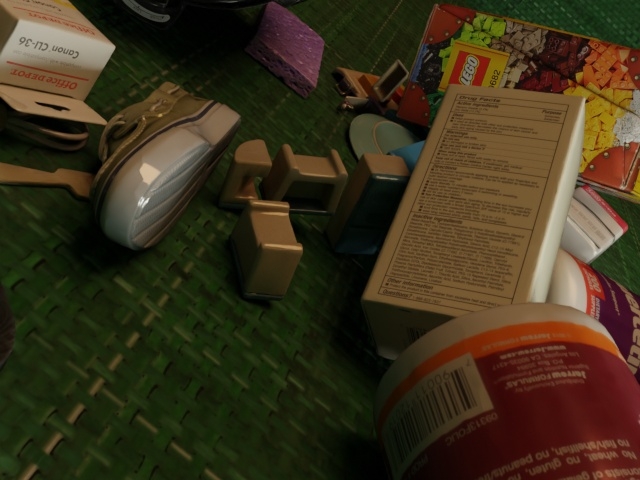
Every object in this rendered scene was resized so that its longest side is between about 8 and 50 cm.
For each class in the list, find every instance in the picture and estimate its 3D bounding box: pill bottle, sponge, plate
[{"bbox_3d":[0.322,0.132,1.001,0.323,0.181,0.181,25,32,-33],"label":"pill bottle"},{"bbox_3d":[-0.052,-0.304,1.269,0.117,0.031,0.210,36,27,-17],"label":"sponge"},{"bbox_3d":[0.185,0.255,0.586,0.224,0.224,0.392,26,32,-32],"label":"pill bottle"},{"bbox_3d":[0.124,-0.126,1.238,0.188,0.024,0.188,27,39,-24],"label":"plate"}]

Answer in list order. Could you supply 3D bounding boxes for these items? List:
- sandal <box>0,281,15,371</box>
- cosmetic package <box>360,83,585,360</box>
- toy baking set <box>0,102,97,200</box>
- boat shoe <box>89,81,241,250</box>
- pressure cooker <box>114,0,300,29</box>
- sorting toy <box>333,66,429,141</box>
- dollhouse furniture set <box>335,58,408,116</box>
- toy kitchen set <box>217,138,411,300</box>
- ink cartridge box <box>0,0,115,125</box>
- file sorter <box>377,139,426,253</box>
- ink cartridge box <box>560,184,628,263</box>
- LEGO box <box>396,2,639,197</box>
[{"bbox_3d":[-0.335,-0.092,0.481,0.445,0.107,0.167,49,27,9],"label":"sandal"},{"bbox_3d":[0.171,-0.017,0.864,0.113,0.160,0.309,72,36,-49],"label":"cosmetic package"},{"bbox_3d":[-0.286,-0.115,0.669,0.256,0.030,0.197,44,26,0],"label":"toy baking set"},{"bbox_3d":[-0.153,-0.077,0.746,0.094,0.109,0.302,27,19,-3],"label":"boat shoe"},{"bbox_3d":[-0.113,-0.469,1.006,0.420,0.376,0.369,-79,158,-72],"label":"pressure cooker"},{"bbox_3d":[0.135,-0.221,1.403,0.208,0.038,0.193,54,28,18],"label":"sorting toy"},{"bbox_3d":[0.069,-0.247,1.268,0.081,0.114,0.091,-9,60,-53],"label":"dollhouse furniture set"},{"bbox_3d":[0.000,0.000,0.853,0.207,0.122,0.166,4,44,-25],"label":"toy kitchen set"},{"bbox_3d":[-0.267,-0.189,0.722,0.198,0.067,0.115,45,21,20],"label":"ink cartridge box"},{"bbox_3d":[0.125,-0.049,1.068,0.118,0.104,0.170,48,26,8],"label":"file sorter"},{"bbox_3d":[0.337,0.016,1.196,0.100,0.172,0.237,50,27,13],"label":"ink cartridge box"},{"bbox_3d":[0.417,-0.208,1.392,0.372,0.193,0.500,23,9,29],"label":"LEGO box"}]
